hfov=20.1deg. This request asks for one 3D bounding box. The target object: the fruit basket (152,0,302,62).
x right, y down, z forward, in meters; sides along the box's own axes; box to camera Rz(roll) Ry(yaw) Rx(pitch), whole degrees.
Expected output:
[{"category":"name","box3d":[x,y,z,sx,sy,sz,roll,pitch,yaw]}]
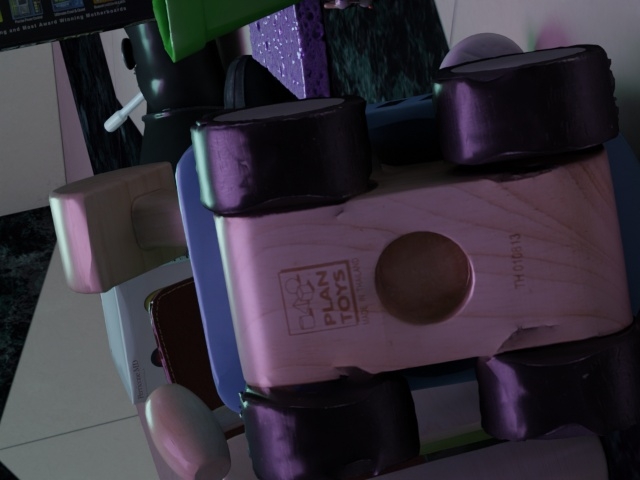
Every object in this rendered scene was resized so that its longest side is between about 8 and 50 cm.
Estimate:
[{"category":"fruit basket","box3d":[-0.192,-0.368,1.641,0.283,0.392,0.392,-115,17,-60]}]

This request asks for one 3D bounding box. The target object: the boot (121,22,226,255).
[{"category":"boot","box3d":[-0.177,-0.241,2.133,0.367,0.146,0.445,-111,15,-68]}]

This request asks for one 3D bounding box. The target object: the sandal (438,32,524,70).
[{"category":"sandal","box3d":[0.110,-0.036,1.333,0.076,0.102,0.265,-124,33,-59]}]

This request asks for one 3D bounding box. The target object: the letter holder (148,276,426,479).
[{"category":"letter holder","box3d":[-0.033,0.169,1.748,0.302,0.214,0.152,66,165,8]}]

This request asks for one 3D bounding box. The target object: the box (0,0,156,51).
[{"category":"box","box3d":[-0.284,-0.378,1.956,0.097,0.395,0.318,180,78,-77]}]

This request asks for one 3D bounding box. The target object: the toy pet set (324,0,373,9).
[{"category":"toy pet set","box3d":[0.028,-0.258,1.565,0.114,0.065,0.122,-45,-48,-64]}]

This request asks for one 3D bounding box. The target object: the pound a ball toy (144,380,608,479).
[{"category":"pound a ball toy","box3d":[0.046,0.179,1.298,0.208,0.319,0.136,92,160,-46]}]

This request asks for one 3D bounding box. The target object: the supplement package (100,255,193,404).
[{"category":"supplement package","box3d":[-0.176,0.078,2.355,0.149,0.203,0.194,-126,26,-59]}]

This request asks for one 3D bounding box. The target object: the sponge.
[{"category":"sponge","box3d":[-0.039,-0.224,1.878,0.210,0.031,0.117,-132,31,-64]}]

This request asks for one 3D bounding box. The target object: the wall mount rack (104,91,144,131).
[{"category":"wall mount rack","box3d":[-0.263,-0.331,2.477,0.304,0.130,0.350,99,155,-58]}]

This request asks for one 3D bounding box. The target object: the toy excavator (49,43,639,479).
[{"category":"toy excavator","box3d":[0.000,0.000,1.232,0.445,0.433,0.222,-65,-36,-80]}]

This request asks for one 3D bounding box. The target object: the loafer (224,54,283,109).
[{"category":"loafer","box3d":[-0.050,-0.106,1.976,0.078,0.076,0.223,-29,66,45]}]

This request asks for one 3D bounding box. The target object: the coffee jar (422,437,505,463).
[{"category":"coffee jar","box3d":[0.095,0.119,1.553,0.184,0.079,0.096,-125,25,-56]}]
